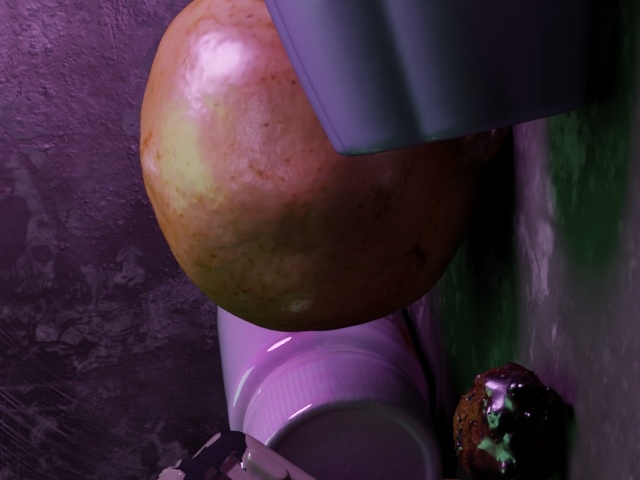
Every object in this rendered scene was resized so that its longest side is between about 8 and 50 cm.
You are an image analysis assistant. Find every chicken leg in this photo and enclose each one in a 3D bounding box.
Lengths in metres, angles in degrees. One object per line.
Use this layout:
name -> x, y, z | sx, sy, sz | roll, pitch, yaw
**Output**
chicken leg -> 0.143, 0.152, 1.255 | 0.234, 0.063, 0.105 | 110, 163, -76

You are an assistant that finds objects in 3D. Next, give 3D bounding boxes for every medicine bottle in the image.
medicine bottle -> 0.005, 0.156, 1.736 | 0.388, 0.219, 0.219 | -108, 19, -66

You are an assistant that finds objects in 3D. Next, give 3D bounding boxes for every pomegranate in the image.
pomegranate -> 0.009, -0.085, 1.406 | 0.338, 0.338, 0.338 | 179, 90, -83

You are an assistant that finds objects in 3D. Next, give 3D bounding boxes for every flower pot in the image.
flower pot -> 0.070, -0.190, 1.122 | 0.265, 0.265, 0.243 | -145, 44, -81

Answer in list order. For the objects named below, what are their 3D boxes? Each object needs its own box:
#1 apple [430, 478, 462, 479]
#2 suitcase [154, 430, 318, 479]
apple -> 0.087, 0.278, 1.211 | 0.196, 0.196, 0.196 | 179, 90, -83
suitcase -> -0.019, 0.362, 1.481 | 0.194, 0.351, 0.339 | -46, -19, -34
